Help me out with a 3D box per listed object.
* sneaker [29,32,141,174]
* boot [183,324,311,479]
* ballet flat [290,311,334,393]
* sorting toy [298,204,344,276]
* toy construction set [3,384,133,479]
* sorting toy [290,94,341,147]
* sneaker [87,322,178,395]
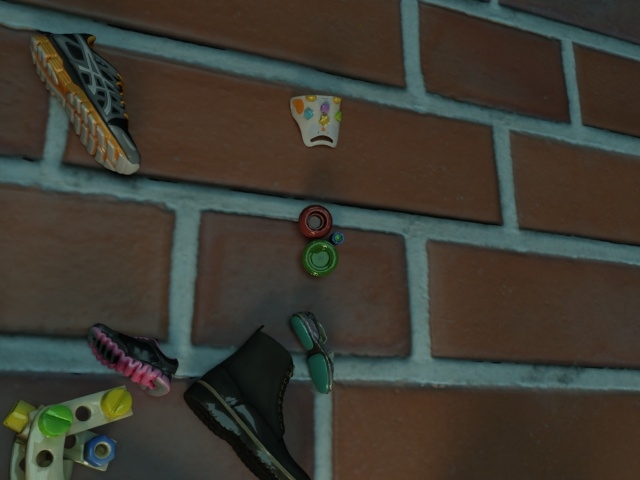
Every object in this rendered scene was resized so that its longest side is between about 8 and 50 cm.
[{"bbox_3d":[-0.285,-0.183,0.805,0.083,0.084,0.214,-30,86,-32],"label":"sneaker"},{"bbox_3d":[-0.052,0.213,0.782,0.198,0.077,0.137,48,57,-4],"label":"boot"},{"bbox_3d":[-0.002,0.147,0.842,0.041,0.041,0.114,-19,82,-26],"label":"ballet flat"},{"bbox_3d":[0.000,0.000,0.892,0.061,0.042,0.101,-4,87,-8],"label":"sorting toy"},{"bbox_3d":[-0.360,0.225,0.599,0.328,0.151,0.214,12,64,-18],"label":"toy construction set"},{"bbox_3d":[0.001,-0.179,0.950,0.083,0.045,0.075,-3,94,-23],"label":"sorting toy"},{"bbox_3d":[-0.222,0.134,0.756,0.119,0.047,0.057,39,41,-8],"label":"sneaker"}]
